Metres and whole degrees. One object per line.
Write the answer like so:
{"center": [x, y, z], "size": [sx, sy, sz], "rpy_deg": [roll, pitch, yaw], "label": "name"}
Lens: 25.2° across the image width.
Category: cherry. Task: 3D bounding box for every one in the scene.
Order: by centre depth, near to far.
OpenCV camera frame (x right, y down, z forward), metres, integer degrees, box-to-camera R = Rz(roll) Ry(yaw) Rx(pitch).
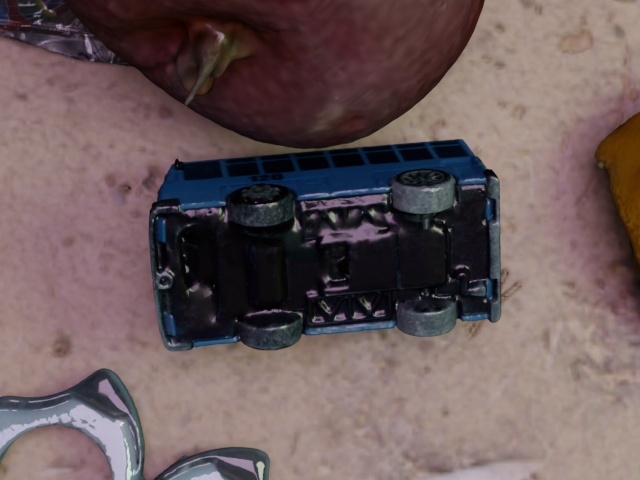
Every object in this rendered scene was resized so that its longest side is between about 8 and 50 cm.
{"center": [-0.023, -0.188, 0.757], "size": [0.261, 0.221, 0.307], "rpy_deg": [37, 46, -34], "label": "cherry"}

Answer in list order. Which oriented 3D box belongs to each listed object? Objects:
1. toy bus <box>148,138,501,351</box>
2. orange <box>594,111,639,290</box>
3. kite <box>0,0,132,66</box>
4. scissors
{"center": [0.000, 0.000, 0.787], "size": [0.184, 0.106, 0.090], "rpy_deg": [-5, 112, -5], "label": "toy bus"}
{"center": [0.242, -0.018, 0.812], "size": [0.170, 0.112, 0.160], "rpy_deg": [30, 79, -11], "label": "orange"}
{"center": [-0.112, -0.244, 0.868], "size": [0.152, 0.015, 0.286], "rpy_deg": [6, 83, -6], "label": "kite"}
{"center": [-0.162, 0.249, 0.775], "size": [0.191, 0.029, 0.360], "rpy_deg": [30, 80, 0], "label": "scissors"}
